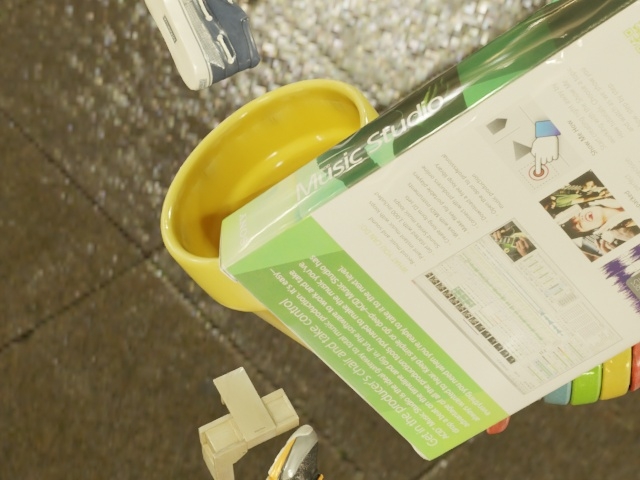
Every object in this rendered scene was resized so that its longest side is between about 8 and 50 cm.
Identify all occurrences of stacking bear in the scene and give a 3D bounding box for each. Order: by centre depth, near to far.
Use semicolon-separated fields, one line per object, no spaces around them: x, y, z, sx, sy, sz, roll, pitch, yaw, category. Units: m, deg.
0.345;0.130;1.925;0.289;0.164;0.175;-1;34;3;stacking bear

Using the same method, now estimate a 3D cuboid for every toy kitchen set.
-0.072;0.165;1.418;0.083;0.075;0.068;-24;63;-14;toy kitchen set

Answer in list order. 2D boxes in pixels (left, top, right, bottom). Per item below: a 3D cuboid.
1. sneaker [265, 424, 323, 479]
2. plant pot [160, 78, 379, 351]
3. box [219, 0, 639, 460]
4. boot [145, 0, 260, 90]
-0.021;0.313;1.777;0.083;0.215;0.084;13;17;16;sneaker
0.000;0.000;1.647;0.254;0.239;0.254;-23;39;20;plant pot
0.129;-0.009;1.007;0.232;0.322;0.058;45;22;-31;box
-0.140;-0.265;1.745;0.086;0.069;0.190;-22;90;-23;boot
